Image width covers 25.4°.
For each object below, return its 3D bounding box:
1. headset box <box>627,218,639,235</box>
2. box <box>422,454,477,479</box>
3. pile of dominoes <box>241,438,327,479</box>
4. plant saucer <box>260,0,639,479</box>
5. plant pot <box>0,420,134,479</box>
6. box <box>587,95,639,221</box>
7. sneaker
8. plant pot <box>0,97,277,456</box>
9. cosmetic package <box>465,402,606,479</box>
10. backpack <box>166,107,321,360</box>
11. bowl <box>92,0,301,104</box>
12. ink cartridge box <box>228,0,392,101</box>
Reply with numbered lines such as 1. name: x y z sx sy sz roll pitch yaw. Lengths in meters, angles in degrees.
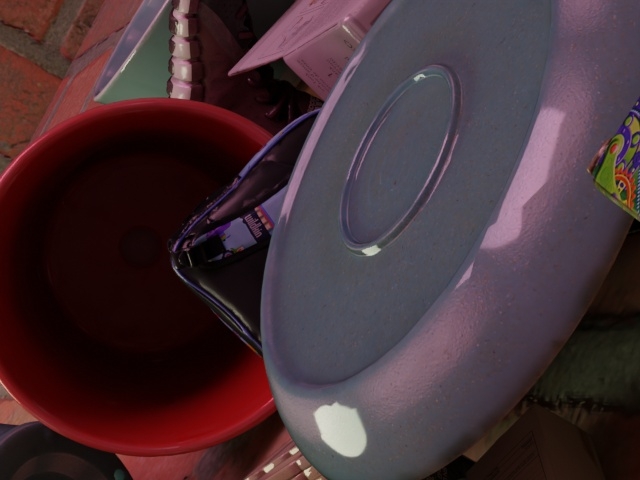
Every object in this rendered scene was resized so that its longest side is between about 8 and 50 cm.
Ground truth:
1. headset box: 0.202 -0.166 0.762 0.246 0.131 0.283 -23 41 59
2. box: 0.031 0.210 0.717 0.147 0.078 0.180 -48 23 28
3. pile of dominoes: 0.047 0.097 0.826 0.196 0.040 0.251 -35 -3 -45
4. plant saucer: 0.052 -0.034 0.701 0.317 0.044 0.317 -48 27 35
5. plant pot: -0.288 0.265 1.156 0.255 0.272 0.271 -24 38 36
6. box: 0.268 -0.049 0.355 0.290 0.177 0.279 -55 25 11
7. sneaker: -0.052 -0.157 1.275 0.106 0.163 0.281 -76 -4 -55
8. plant pot: -0.139 0.018 1.151 0.275 0.275 0.243 -60 10 0
9. cosmetic package: 0.110 0.140 0.683 0.060 0.041 0.115 -50 22 25
10. backpack: 0.000 0.000 0.984 0.173 0.158 0.117 -48 1 -7
11. bowl: -0.087 -0.234 1.462 0.311 0.163 0.311 -53 15 20
12. ink cartridge box: 0.080 -0.230 1.130 0.296 0.066 0.261 -49 14 -16
